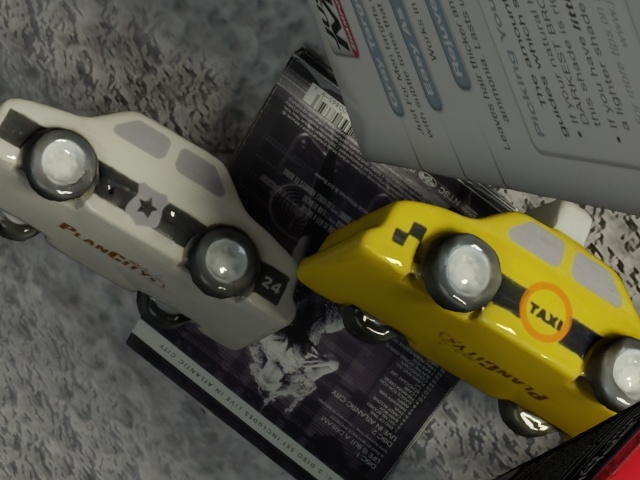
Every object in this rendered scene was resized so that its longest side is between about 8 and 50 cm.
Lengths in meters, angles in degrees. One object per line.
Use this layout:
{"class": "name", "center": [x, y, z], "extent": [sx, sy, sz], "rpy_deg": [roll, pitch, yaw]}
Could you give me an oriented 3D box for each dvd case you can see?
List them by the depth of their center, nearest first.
{"class": "dvd case", "center": [0.005, 0.029, 1.024], "extent": [0.164, 0.018, 0.221], "rpy_deg": [37, 125, 7]}

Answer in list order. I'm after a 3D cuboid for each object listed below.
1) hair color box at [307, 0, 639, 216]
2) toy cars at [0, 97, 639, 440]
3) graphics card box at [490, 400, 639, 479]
{"class": "hair color box", "center": [0.095, -0.119, 0.714], "extent": [0.185, 0.113, 0.374], "rpy_deg": [68, 164, -14]}
{"class": "toy cars", "center": [0.000, 0.000, 0.945], "extent": [0.393, 0.087, 0.176], "rpy_deg": [15, 156, 23]}
{"class": "graphics card box", "center": [0.159, 0.198, 0.857], "extent": [0.233, 0.094, 0.371], "rpy_deg": [44, 161, 4]}
